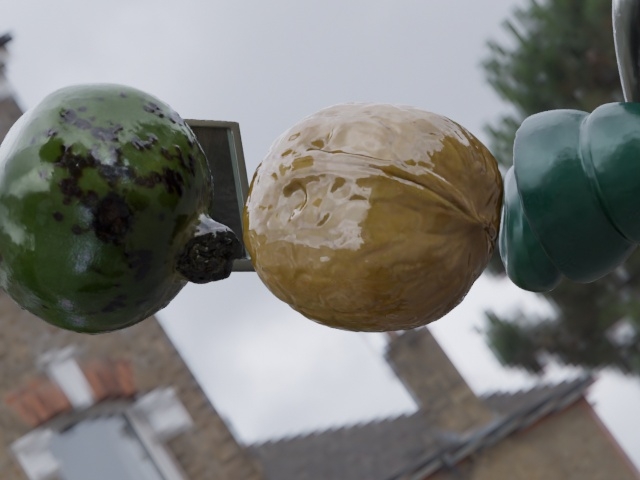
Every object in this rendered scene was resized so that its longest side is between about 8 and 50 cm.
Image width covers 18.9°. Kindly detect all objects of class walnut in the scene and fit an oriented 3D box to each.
[{"bbox_3d":[0.041,-0.019,1.560,0.193,0.193,0.225,-20,19,-35],"label":"walnut"}]

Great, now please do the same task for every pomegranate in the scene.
[{"bbox_3d":[-0.205,-0.029,1.883,0.254,0.270,0.254,-51,-29,-42],"label":"pomegranate"}]

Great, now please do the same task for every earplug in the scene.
[{"bbox_3d":[0.253,-0.047,1.815,0.280,0.164,0.257,-19,-3,39],"label":"earplug"}]

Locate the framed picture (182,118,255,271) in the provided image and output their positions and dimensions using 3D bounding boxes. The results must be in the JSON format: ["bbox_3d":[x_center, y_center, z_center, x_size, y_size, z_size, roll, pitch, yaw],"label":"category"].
[{"bbox_3d":[-0.191,-0.051,2.178,0.260,0.189,0.023,0,-17,-34],"label":"framed picture"}]

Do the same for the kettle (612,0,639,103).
[{"bbox_3d":[0.378,-0.221,1.888,0.228,0.321,0.324,-25,-59,-4],"label":"kettle"}]
